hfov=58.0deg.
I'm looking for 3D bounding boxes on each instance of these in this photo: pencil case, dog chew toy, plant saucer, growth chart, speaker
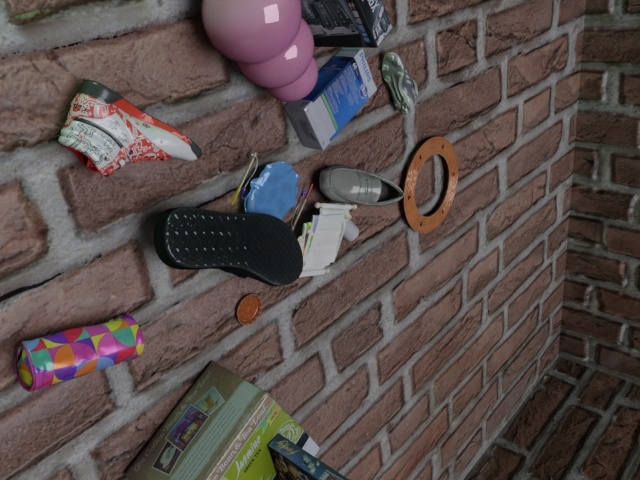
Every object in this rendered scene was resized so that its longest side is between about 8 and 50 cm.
[{"bbox_3d":[-0.466,0.215,1.128,0.236,0.104,0.104,-12,112,-48],"label":"pencil case"},{"bbox_3d":[-0.107,-0.427,1.239,0.206,0.206,0.332,-61,146,-14],"label":"dog chew toy"},{"bbox_3d":[-0.186,0.178,1.494,0.083,0.013,0.083,-20,118,-43],"label":"plant saucer"},{"bbox_3d":[0.000,0.000,1.587,0.172,0.021,0.237,6,111,-42],"label":"growth chart"},{"bbox_3d":[0.059,-0.050,1.661,0.136,0.055,0.055,42,71,-47],"label":"speaker"}]

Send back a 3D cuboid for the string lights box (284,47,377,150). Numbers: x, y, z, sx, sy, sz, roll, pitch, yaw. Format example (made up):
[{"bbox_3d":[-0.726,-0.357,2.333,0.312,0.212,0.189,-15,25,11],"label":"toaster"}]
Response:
[{"bbox_3d":[0.033,-0.371,1.502,0.260,0.077,0.133,-51,136,-24],"label":"string lights box"}]

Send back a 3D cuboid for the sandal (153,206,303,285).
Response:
[{"bbox_3d":[-0.205,0.009,1.334,0.446,0.107,0.167,16,73,-50],"label":"sandal"}]

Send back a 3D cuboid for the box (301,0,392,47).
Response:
[{"bbox_3d":[-0.006,-0.570,1.262,0.076,0.242,0.307,-56,138,-19],"label":"box"}]

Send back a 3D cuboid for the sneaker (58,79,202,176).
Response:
[{"bbox_3d":[-0.364,-0.177,1.111,0.270,0.090,0.145,30,81,-46],"label":"sneaker"}]

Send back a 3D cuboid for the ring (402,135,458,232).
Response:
[{"bbox_3d":[0.377,-0.192,1.994,0.336,0.032,0.336,-19,117,-43],"label":"ring"}]

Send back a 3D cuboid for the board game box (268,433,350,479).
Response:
[{"bbox_3d":[-0.009,0.561,1.310,0.042,0.243,0.165,-35,127,-36],"label":"board game box"}]

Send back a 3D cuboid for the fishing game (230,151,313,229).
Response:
[{"bbox_3d":[-0.125,-0.110,1.446,0.264,0.041,0.189,15,99,-56],"label":"fishing game"}]

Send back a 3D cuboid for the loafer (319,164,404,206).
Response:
[{"bbox_3d":[0.120,-0.154,1.642,0.319,0.111,0.112,2,88,-50],"label":"loafer"}]

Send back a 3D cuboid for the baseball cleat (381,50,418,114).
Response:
[{"bbox_3d":[0.237,-0.481,1.718,0.109,0.072,0.206,-60,143,-39],"label":"baseball cleat"}]

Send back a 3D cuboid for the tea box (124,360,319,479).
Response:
[{"bbox_3d":[-0.225,0.539,1.415,0.329,0.220,0.323,-53,136,-22],"label":"tea box"}]
